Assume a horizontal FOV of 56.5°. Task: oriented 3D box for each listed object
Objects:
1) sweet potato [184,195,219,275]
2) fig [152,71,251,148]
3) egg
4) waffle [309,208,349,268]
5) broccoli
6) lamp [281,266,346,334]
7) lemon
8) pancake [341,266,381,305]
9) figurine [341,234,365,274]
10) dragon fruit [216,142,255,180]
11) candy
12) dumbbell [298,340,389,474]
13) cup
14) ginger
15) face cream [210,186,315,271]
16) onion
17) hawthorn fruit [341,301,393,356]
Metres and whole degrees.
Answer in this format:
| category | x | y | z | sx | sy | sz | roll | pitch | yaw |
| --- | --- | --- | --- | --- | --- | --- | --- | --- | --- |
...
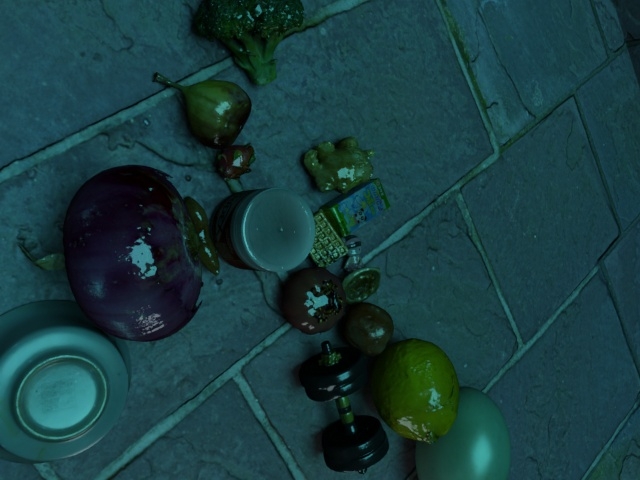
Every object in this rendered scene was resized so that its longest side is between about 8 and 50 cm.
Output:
| category | x | y | z | sx | sy | sz | roll | pitch | yaw |
| --- | --- | --- | --- | --- | --- | --- | --- | --- | --- |
| sweet potato | -0.287 | -0.009 | 1.426 | 0.058 | 0.055 | 0.202 | -19 | 100 | -17 |
| fig | -0.269 | -0.321 | 1.382 | 0.231 | 0.143 | 0.160 | 37 | 89 | -30 |
| egg | 0.422 | 0.633 | 1.773 | 0.276 | 0.276 | 0.388 | 11 | 81 | -33 |
| waffle | 0.000 | 0.000 | 1.605 | 0.103 | 0.042 | 0.148 | -35 | 109 | -2 |
| broccoli | -0.150 | -0.508 | 1.427 | 0.254 | 0.269 | 0.268 | -32 | 108 | -24 |
| lamp | -0.012 | 0.158 | 1.563 | 0.182 | 0.140 | 0.181 | 1 | 87 | -30 |
| lemon | 0.265 | 0.420 | 1.669 | 0.254 | 0.253 | 0.310 | 25 | 41 | -31 |
| pancake | 0.115 | 0.129 | 1.682 | 0.140 | 0.022 | 0.139 | -18 | 131 | -23 |
| figurine | 0.085 | 0.045 | 1.682 | 0.072 | 0.054 | 0.129 | -13 | 106 | -17 |
| dragon fruit | -0.203 | -0.197 | 1.463 | 0.116 | 0.086 | 0.081 | -41 | 107 | -23 |
| candy | 0.099 | -0.093 | 1.680 | 0.195 | 0.062 | 0.097 | -33 | 108 | -30 |
| dumbbell | 0.063 | 0.448 | 1.591 | 0.185 | 0.185 | 0.387 | -22 | 102 | -31 |
| cup | -0.534 | 0.300 | 1.206 | 0.348 | 0.163 | 0.346 | -1 | 91 | -34 |
| ginger | 0.064 | -0.206 | 1.632 | 0.216 | 0.102 | 0.157 | -25 | 77 | -26 |
| face cream | -0.143 | -0.026 | 1.444 | 0.201 | 0.187 | 0.200 | 0 | 91 | -33 |
| onion | -0.388 | 0.042 | 1.200 | 0.345 | 0.358 | 0.358 | -37 | 112 | -3 |
| hawthorn fruit | 0.120 | 0.240 | 1.648 | 0.189 | 0.149 | 0.149 | 34 | 73 | -32 |
